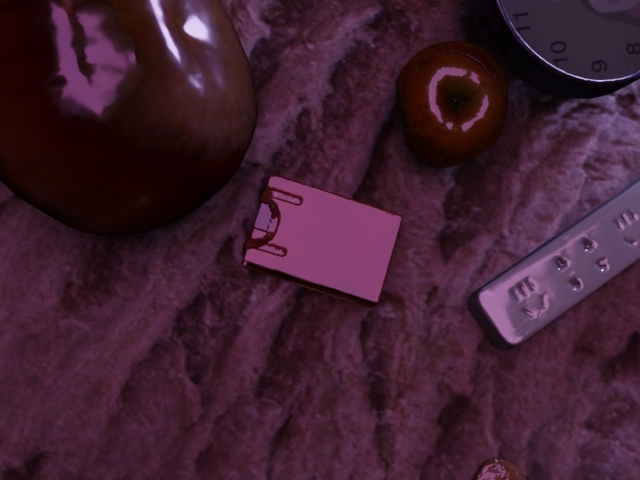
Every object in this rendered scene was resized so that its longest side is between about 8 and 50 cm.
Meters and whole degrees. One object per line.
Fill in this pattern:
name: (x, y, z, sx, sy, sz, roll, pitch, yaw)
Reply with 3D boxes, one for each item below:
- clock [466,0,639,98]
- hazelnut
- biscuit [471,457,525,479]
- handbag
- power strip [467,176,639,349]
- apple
clock: (0.341, -0.346, 1.238, 0.319, 0.066, 0.318, 1, 87, -16)
hazelnut: (-0.272, -0.204, 1.141, 0.359, 0.359, 0.409, -22, 81, -8)
biscuit: (0.211, 0.347, 1.204, 0.071, 0.018, 0.147, 29, 76, 1)
handbag: (0.000, 0.000, 1.252, 0.190, 0.063, 0.127, 17, 77, -3)
power strip: (0.374, 0.007, 1.270, 0.385, 0.062, 0.091, -33, 84, -9)
apple: (0.176, -0.182, 1.264, 0.146, 0.147, 0.163, -13, 91, -2)
